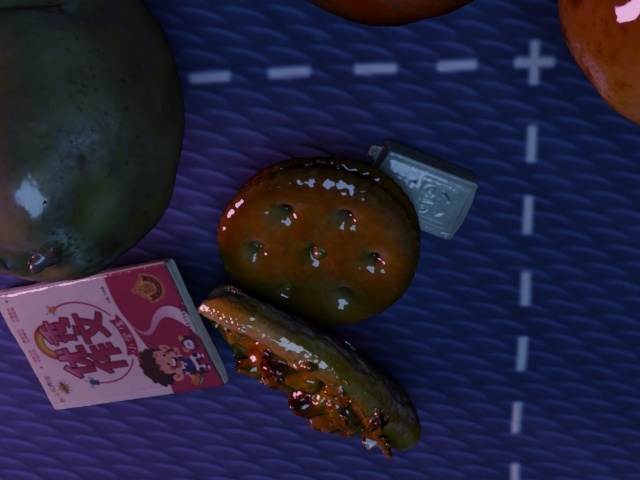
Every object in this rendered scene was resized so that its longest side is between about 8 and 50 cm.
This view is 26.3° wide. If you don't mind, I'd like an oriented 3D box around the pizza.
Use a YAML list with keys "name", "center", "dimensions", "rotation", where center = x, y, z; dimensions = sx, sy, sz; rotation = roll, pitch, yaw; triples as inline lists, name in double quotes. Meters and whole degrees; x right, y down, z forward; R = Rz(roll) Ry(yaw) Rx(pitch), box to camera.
- name: "pizza"
  center: [-0.013, 0.149, 1.500]
  dimensions: [0.305, 0.161, 0.085]
  rotation: [34, 72, -20]

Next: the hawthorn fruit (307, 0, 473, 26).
- name: "hawthorn fruit"
  center: [0.068, -0.321, 1.242]
  dimensions: [0.300, 0.275, 0.275]
  rotation: [25, 111, -24]

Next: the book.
- name: "book"
  center: [-0.231, 0.106, 1.503]
  dimensions: [0.232, 0.022, 0.162]
  rotation: [-11, 115, 25]

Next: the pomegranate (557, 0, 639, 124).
- name: "pomegranate"
  center: [0.400, -0.246, 1.246]
  dimensions: [0.410, 0.410, 0.410]
  rotation: [-1, 114, -2]

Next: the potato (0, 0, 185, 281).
- name: "potato"
  center: [-0.255, -0.120, 1.308]
  dimensions: [0.243, 0.326, 0.221]
  rotation: [-4, 160, -35]

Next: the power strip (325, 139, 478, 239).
- name: "power strip"
  center: [0.086, -0.061, 1.475]
  dimensions: [0.175, 0.042, 0.075]
  rotation: [19, 113, -11]

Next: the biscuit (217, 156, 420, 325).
- name: "biscuit"
  center: [0.000, 0.000, 1.459]
  dimensions: [0.221, 0.066, 0.220]
  rotation: [3, 130, 4]
